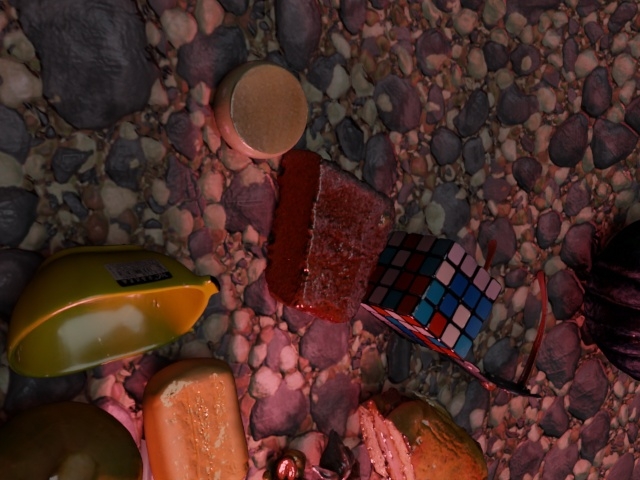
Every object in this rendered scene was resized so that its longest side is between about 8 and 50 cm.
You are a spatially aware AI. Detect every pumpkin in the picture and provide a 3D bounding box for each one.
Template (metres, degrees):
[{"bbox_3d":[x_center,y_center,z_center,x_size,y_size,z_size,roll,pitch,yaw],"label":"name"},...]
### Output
[{"bbox_3d":[0.727,0.127,1.566,0.363,0.266,0.364,-9,107,-33],"label":"pumpkin"}]

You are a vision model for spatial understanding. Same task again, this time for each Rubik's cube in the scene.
[{"bbox_3d":[0.182,0.090,1.266,0.154,0.155,0.151,41,73,-32],"label":"Rubik's cube"}]

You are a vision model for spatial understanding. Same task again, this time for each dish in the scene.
[{"bbox_3d":[-0.278,0.073,0.966,0.262,0.221,0.108,-10,63,-35],"label":"dish"}]

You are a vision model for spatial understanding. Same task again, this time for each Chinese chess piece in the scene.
[{"bbox_3d":[-0.088,-0.193,1.102,0.144,0.058,0.144,-5,99,-34],"label":"Chinese chess piece"}]

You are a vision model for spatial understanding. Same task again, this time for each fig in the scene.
[{"bbox_3d":[-0.317,0.308,0.926,0.207,0.230,0.207,-6,102,-34],"label":"fig"}]

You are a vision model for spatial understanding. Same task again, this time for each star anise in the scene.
[{"bbox_3d":[0.020,0.420,1.239,0.195,0.065,0.182,-45,134,-42],"label":"star anise"}]

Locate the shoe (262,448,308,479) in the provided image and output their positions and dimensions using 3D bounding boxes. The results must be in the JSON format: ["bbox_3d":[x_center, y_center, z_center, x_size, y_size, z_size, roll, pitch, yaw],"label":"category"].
[{"bbox_3d":[-0.059,0.394,1.209,0.109,0.072,0.069,-60,161,-6],"label":"shoe"}]

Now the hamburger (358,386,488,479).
[{"bbox_3d":[0.188,0.375,1.317,0.245,0.155,0.282,-13,101,-35],"label":"hamburger"}]

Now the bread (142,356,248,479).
[{"bbox_3d":[-0.187,0.274,1.086,0.147,0.098,0.217,-12,102,-36],"label":"bread"}]

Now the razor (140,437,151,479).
[{"bbox_3d":[-0.261,0.394,1.096,0.084,0.036,0.211,2,97,-36],"label":"razor"}]

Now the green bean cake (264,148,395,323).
[{"bbox_3d":[0.000,0.000,1.166,0.198,0.097,0.233,23,85,-35],"label":"green bean cake"}]

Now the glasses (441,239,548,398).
[{"bbox_3d":[0.358,0.154,1.415,0.234,0.118,0.268,27,83,-32],"label":"glasses"}]
